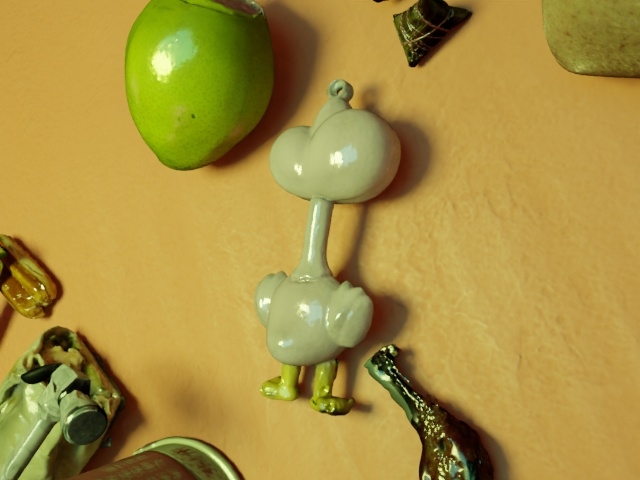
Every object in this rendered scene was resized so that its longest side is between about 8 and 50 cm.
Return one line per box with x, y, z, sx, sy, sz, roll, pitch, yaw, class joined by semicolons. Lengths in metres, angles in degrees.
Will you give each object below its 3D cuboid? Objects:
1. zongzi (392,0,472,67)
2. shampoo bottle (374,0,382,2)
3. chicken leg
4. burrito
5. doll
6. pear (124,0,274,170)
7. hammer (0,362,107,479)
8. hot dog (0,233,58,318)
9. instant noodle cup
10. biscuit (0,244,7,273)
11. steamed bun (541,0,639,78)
0.128;-0.240;0.754;0.083;0.073;0.067;136;124;-62;zongzi
0.039;-0.436;0.811;0.129;0.084;0.323;-33;67;18;shampoo bottle
0.114;0.220;0.685;0.105;0.051;0.254;-26;67;29;chicken leg
-0.397;0.297;0.909;0.190;0.135;0.332;34;100;31;burrito
-0.001;0.000;0.758;0.160;0.094;0.366;5;83;40;doll
-0.153;-0.194;0.832;0.187;0.187;0.220;44;123;27;pear
-0.377;0.321;0.734;0.152;0.044;0.427;26;82;50;hammer
-0.455;0.051;1.032;0.165;0.045;0.071;37;102;29;hot dog
-0.214;0.349;0.773;0.234;0.178;0.235;-5;80;30;instant noodle cup
-0.514;0.135;1.032;0.048;0.026;0.292;35;113;36;biscuit
0.305;-0.282;0.547;0.251;0.199;0.302;16;99;23;steamed bun
